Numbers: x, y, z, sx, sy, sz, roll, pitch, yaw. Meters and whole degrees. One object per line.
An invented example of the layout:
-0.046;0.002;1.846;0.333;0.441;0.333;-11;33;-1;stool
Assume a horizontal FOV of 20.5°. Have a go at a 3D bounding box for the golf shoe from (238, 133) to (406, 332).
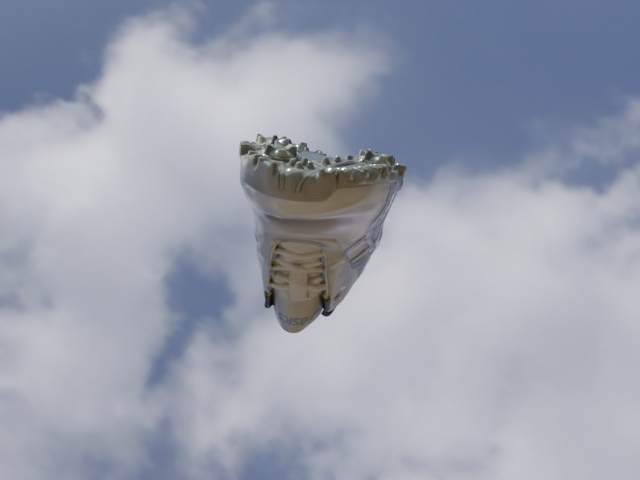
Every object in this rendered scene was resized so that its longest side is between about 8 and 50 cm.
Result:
0.000;0.000;0.776;0.069;0.176;0.086;11;-91;10;golf shoe
